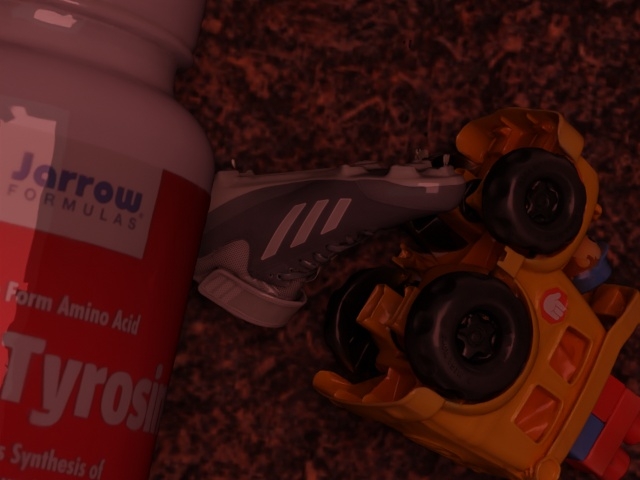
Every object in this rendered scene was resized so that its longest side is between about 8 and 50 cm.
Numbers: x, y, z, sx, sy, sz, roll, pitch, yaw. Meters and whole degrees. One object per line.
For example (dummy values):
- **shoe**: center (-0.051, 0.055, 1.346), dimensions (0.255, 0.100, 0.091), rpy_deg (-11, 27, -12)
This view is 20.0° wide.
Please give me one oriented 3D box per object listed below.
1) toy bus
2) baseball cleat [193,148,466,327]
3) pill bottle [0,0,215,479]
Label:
- **toy bus**: center (0.137, 0.054, 1.175), dimensions (0.211, 0.149, 0.220), rpy_deg (34, 76, -20)
- **baseball cleat**: center (0.000, 0.000, 1.147), dimensions (0.206, 0.072, 0.109), rpy_deg (-1, 95, 31)
- **pill bottle**: center (-0.191, 0.024, 1.056), dimensions (0.229, 0.229, 0.407), rpy_deg (13, 83, -10)
